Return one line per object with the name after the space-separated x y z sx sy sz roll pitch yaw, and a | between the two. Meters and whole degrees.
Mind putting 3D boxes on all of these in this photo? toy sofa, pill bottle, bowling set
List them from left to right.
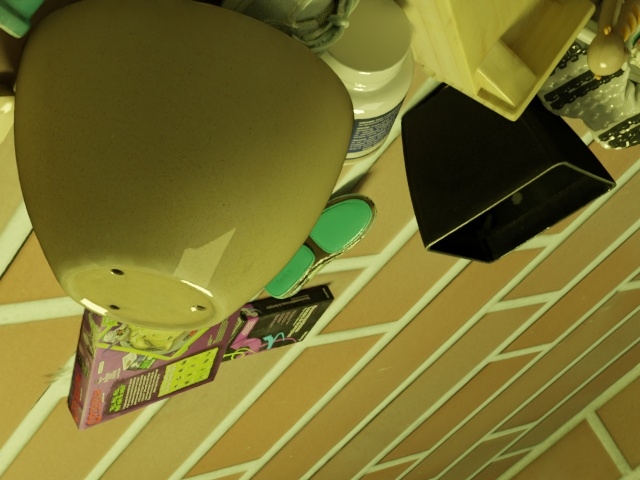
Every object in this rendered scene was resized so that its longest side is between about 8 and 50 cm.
0.029 -0.155 1.228 0.112 0.112 0.187 -24 166 -15 | pill bottle
0.126 -0.267 1.144 0.150 0.177 0.362 -54 158 -7 | toy sofa
0.367 -0.277 1.209 0.287 0.200 0.154 83 27 -49 | bowling set

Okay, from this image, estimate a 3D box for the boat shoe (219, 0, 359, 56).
-0.031 -0.169 1.093 0.118 0.103 0.320 -45 -179 -37 | boat shoe

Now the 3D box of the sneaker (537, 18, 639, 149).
0.316 -0.204 1.517 0.110 0.118 0.292 -24 154 23 | sneaker

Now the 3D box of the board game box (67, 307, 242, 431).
-0.203 0.117 1.630 0.208 0.056 0.347 -22 156 -28 | board game box

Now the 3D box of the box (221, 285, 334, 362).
-0.070 0.119 1.815 0.162 0.029 0.116 -14 152 -37 | box

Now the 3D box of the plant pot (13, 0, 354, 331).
-0.124 -0.038 1.048 0.284 0.191 0.284 7 155 4 | plant pot

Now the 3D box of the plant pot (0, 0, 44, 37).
-0.160 -0.283 0.611 0.255 0.271 0.271 -47 156 0 | plant pot

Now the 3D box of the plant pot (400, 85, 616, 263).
0.203 -0.096 1.509 0.187 0.167 0.188 -33 157 24 | plant pot

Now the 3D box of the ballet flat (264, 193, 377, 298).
0.000 0.000 1.630 0.188 0.070 0.070 -38 156 22 | ballet flat

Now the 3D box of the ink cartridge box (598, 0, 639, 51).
0.468 -0.330 1.417 0.211 0.121 0.289 -19 155 -24 | ink cartridge box

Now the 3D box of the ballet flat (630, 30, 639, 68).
0.436 -0.201 1.392 0.241 0.077 0.091 -14 152 -27 | ballet flat

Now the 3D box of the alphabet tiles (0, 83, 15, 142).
-0.388 -0.076 1.038 0.284 0.021 0.278 -6 145 -45 | alphabet tiles
